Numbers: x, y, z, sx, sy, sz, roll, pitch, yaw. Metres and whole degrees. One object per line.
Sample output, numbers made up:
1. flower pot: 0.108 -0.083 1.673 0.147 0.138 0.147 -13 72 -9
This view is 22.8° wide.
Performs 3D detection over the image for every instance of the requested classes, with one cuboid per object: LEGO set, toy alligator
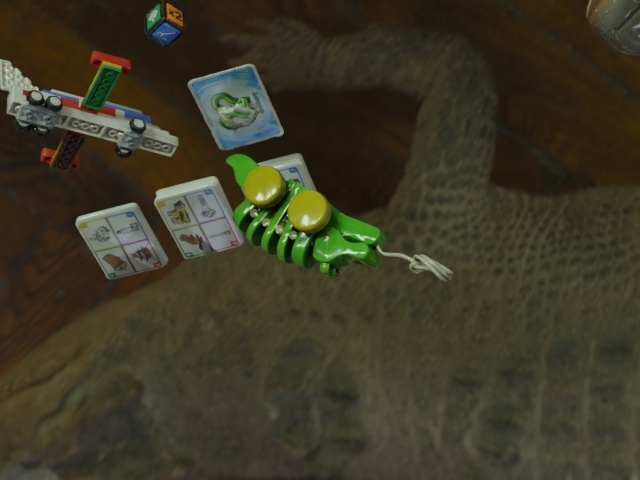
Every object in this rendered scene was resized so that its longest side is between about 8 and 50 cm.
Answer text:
1. LEGO set: -0.116 -0.078 1.159 0.182 0.060 0.244 -15 140 8
2. toy alligator: 0.000 0.000 1.068 0.190 0.056 0.051 30 86 27

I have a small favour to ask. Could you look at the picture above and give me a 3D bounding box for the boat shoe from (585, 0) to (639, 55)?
1. boat shoe: 0.340 -0.295 1.385 0.324 0.116 0.123 -47 129 -7
